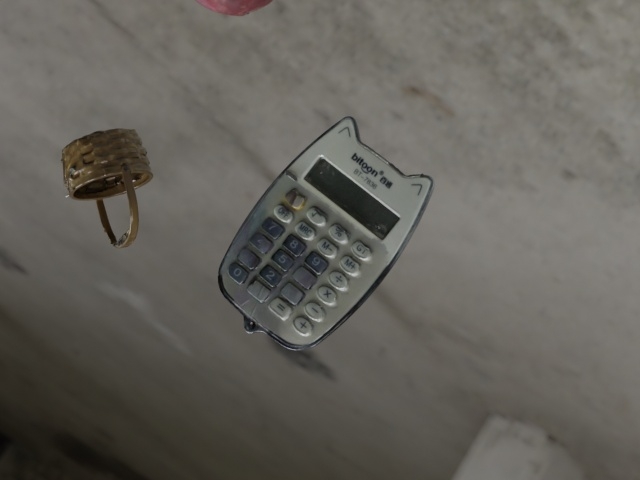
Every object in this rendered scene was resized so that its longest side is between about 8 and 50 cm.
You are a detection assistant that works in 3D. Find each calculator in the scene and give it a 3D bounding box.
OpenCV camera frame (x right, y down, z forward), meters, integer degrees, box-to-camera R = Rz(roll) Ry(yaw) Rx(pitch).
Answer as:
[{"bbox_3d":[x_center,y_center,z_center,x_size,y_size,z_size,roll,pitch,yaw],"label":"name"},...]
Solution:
[{"bbox_3d":[0.000,0.000,1.897,0.177,0.268,0.040,40,177,21],"label":"calculator"}]

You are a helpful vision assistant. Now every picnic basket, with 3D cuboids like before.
[{"bbox_3d":[-0.154,-0.036,1.228,0.072,0.072,0.083,135,121,-70],"label":"picnic basket"}]

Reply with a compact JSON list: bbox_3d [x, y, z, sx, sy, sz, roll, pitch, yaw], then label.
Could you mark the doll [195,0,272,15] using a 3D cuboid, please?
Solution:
[{"bbox_3d":[-0.108,-0.395,1.986,0.152,0.255,0.196,20,-159,37],"label":"doll"}]
